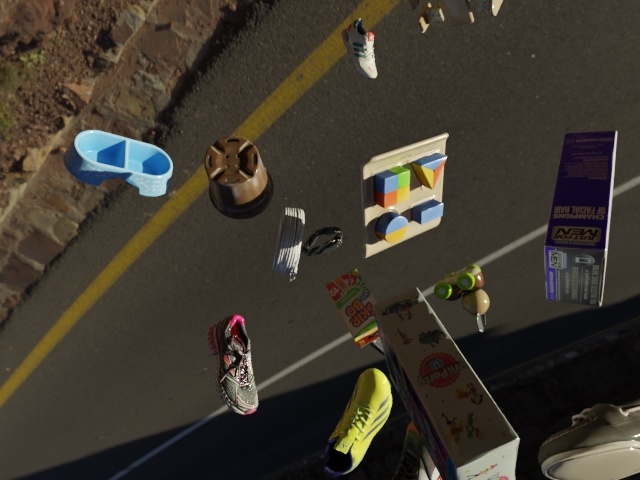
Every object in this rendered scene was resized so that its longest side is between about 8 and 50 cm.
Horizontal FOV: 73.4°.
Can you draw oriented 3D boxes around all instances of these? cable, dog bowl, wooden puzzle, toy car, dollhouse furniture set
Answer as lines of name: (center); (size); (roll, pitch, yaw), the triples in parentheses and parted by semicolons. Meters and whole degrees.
cable: (0.000, 0.000, 1.715); (0.184, 0.151, 0.047); (-23, 126, 10)
dog bowl: (-0.576, -0.230, 1.256); (0.297, 0.166, 0.074); (11, 139, -35)
wooden puzzle: (0.269, -0.124, 1.306); (0.321, 0.080, 0.348); (-22, 129, -25)
toy car: (0.464, 0.190, 1.347); (0.148, 0.189, 0.155); (-29, 174, 29)
cable: (-0.123, 0.001, 1.635); (0.089, 0.257, 0.257); (9, 107, -7)
dollhouse furniture set: (0.315, -0.641, 1.088); (0.212, 0.161, 0.242); (8, 152, 41)

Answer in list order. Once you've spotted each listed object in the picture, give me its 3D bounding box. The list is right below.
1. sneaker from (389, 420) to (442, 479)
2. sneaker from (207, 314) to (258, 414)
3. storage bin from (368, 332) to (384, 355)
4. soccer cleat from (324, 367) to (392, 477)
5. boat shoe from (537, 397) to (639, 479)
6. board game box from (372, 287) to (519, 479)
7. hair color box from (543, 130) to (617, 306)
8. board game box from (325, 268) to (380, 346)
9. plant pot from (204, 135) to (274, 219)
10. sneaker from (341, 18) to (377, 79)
sneaker: (0.218, 0.556, 0.997); (0.135, 0.097, 0.276); (-6, 99, -32)
sneaker: (-0.257, 0.373, 1.301); (0.112, 0.299, 0.120); (-35, 156, 30)
storage bin: (0.231, 0.380, 1.685); (0.084, 0.122, 0.180); (-50, 122, -11)
soccer cleat: (0.082, 0.423, 0.974); (0.121, 0.093, 0.289); (-16, 129, -53)
boat shoe: (0.462, 0.285, 0.645); (0.334, 0.096, 0.112); (-3, 127, -10)
board game box: (0.199, 0.266, 0.723); (0.097, 0.303, 0.224); (-22, 127, -4)
hair color box: (0.558, -0.054, 0.917); (0.110, 0.339, 0.185); (4, 141, 33)
board game box: (0.122, 0.219, 1.420); (0.124, 0.260, 0.039); (-27, 143, -5)
plant pot: (-0.201, -0.156, 1.030); (0.166, 0.167, 0.165); (-12, 164, -5)
sneaker: (0.120, -0.523, 1.169); (0.057, 0.161, 0.075); (-25, 179, -41)
